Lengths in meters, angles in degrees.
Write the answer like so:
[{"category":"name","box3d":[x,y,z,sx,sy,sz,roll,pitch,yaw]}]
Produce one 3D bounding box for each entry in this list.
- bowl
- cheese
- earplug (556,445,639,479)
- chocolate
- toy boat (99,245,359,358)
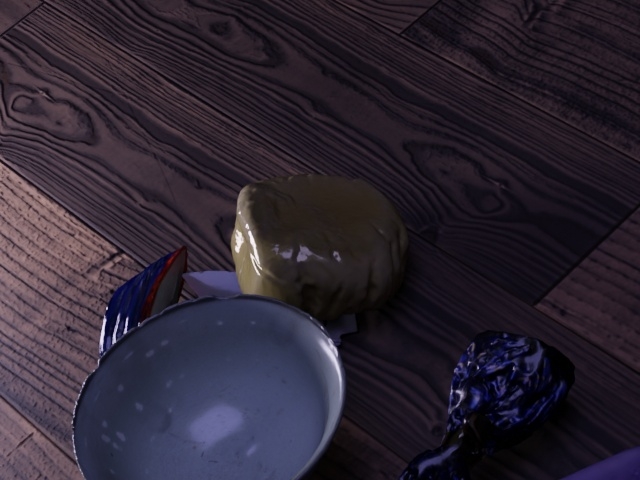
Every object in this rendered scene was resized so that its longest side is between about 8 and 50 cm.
[{"category":"bowl","box3d":[-0.107,0.222,1.982,0.313,0.146,0.313,-9,49,11]},{"category":"cheese","box3d":[0.000,0.000,2.153,0.214,0.117,0.226,-2,40,-9]},{"category":"earplug","box3d":[0.198,0.345,1.686,0.456,0.215,0.215,-28,46,3]},{"category":"chocolate","box3d":[0.149,0.241,1.880,0.126,0.148,0.343,24,57,17]},{"category":"toy boat","box3d":[-0.125,0.082,2.172,0.318,0.072,0.219,-19,49,-3]}]
